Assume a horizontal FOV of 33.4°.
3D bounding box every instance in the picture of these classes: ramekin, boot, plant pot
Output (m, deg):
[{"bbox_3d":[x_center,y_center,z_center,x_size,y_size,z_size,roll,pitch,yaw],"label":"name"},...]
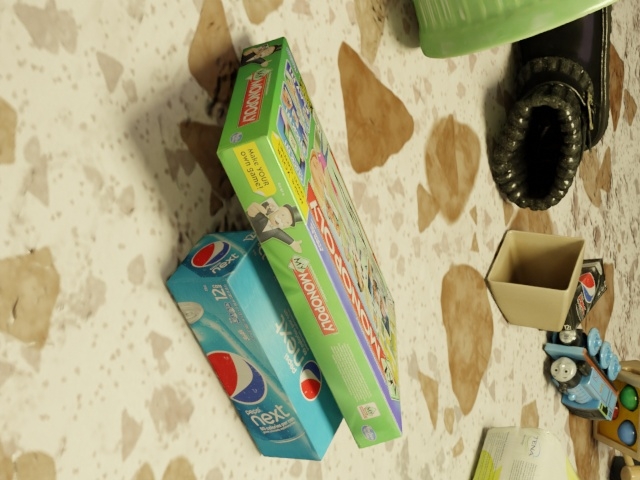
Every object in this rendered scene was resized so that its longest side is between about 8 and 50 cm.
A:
[{"bbox_3d":[0.233,-0.335,1.212,0.303,0.303,0.148,-44,116,-50],"label":"ramekin"},{"bbox_3d":[0.316,-0.239,1.476,0.260,0.131,0.348,-40,120,-52],"label":"boot"},{"bbox_3d":[0.298,0.061,1.453,0.109,0.109,0.096,-59,146,-41],"label":"plant pot"}]

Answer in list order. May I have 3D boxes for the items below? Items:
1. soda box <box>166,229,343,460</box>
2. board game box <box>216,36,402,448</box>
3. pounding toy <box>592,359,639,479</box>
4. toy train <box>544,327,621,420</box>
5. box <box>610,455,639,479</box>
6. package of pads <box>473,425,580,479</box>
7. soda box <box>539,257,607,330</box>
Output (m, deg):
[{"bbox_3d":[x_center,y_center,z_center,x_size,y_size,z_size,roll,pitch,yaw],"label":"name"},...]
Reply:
[{"bbox_3d":[-0.050,0.094,0.930,0.071,0.067,0.210,-57,132,-43],"label":"soda box"},{"bbox_3d":[0.000,0.000,0.965,0.213,0.046,0.317,-88,158,-59],"label":"board game box"},{"bbox_3d":[0.491,0.304,1.724,0.094,0.181,0.206,-3,99,-22],"label":"pounding toy"},{"bbox_3d":[0.398,0.199,1.616,0.184,0.080,0.105,44,58,-47],"label":"toy train"},{"bbox_3d":[0.574,0.515,1.837,0.261,0.103,0.184,54,48,-39],"label":"box"},{"bbox_3d":[0.281,0.405,1.389,0.296,0.101,0.229,57,43,-39],"label":"package of pads"},{"bbox_3d":[0.379,0.080,1.610,0.169,0.060,0.053,-34,115,-53],"label":"soda box"}]
